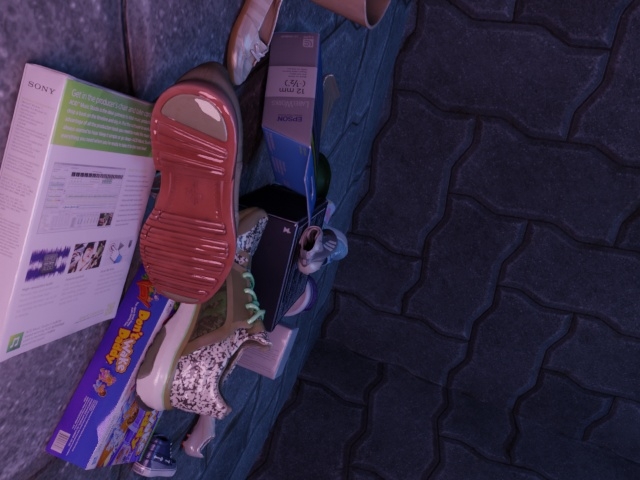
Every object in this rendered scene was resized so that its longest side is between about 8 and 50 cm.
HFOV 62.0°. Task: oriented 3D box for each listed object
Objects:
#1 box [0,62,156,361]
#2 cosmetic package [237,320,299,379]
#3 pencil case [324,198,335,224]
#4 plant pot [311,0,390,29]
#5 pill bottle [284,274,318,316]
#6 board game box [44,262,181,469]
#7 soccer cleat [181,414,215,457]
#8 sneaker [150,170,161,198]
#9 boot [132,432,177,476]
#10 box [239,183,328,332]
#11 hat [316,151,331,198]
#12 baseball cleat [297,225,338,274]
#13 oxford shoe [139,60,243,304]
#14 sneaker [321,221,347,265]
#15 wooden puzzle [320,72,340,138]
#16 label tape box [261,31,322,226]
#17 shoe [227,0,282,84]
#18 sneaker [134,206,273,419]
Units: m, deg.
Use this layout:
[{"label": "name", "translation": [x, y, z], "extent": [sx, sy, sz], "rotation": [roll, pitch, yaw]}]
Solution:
[{"label": "box", "translation": [-0.301, -0.033, 0.664], "extent": [0.232, 0.058, 0.322], "rotation": [-22, 132, -78]}, {"label": "cosmetic package", "translation": [-0.185, 0.367, 1.874], "extent": [0.151, 0.151, 0.184], "rotation": [46, 66, -80]}, {"label": "pencil case", "translation": [-0.037, -0.037, 1.994], "extent": [0.124, 0.113, 0.273], "rotation": [54, 51, -51]}, {"label": "plant pot", "translation": [-0.023, -0.452, 0.711], "extent": [0.256, 0.273, 0.257], "rotation": [20, 90, -82]}, {"label": "pill bottle", "translation": [-0.100, 0.190, 1.946], "extent": [0.301, 0.169, 0.169], "rotation": [36, 74, -80]}, {"label": "board game box", "translation": [-0.326, 0.224, 0.979], "extent": [0.233, 0.078, 0.347], "rotation": [82, 29, -71]}, {"label": "soccer cleat", "translation": [-0.339, 0.553, 1.596], "extent": [0.068, 0.076, 0.196], "rotation": [97, 15, -54]}, {"label": "sneaker", "translation": [-0.230, -0.146, 0.827], "extent": [0.076, 0.064, 0.167], "rotation": [50, 59, -75]}, {"label": "boot", "translation": [-0.382, 0.519, 1.295], "extent": [0.190, 0.069, 0.086], "rotation": [78, 36, -70]}, {"label": "box", "translation": [-0.128, 0.030, 1.395], "extent": [0.294, 0.182, 0.296], "rotation": [-46, 152, -70]}, {"label": "hat", "translation": [-0.084, -0.198, 1.606], "extent": [0.183, 0.173, 0.209], "rotation": [-1, 116, -42]}, {"label": "baseball cleat", "translation": [0.000, 0.000, 1.323], "extent": [0.206, 0.072, 0.110], "rotation": [-62, 160, -58]}, {"label": "oxford shoe", "translation": [-0.174, -0.067, 0.792], "extent": [0.147, 0.140, 0.397], "rotation": [-83, -169, -51]}, {"label": "sneaker", "translation": [-0.001, 0.031, 1.792], "extent": [0.366, 0.135, 0.150], "rotation": [35, 43, -58]}, {"label": "wooden puzzle", "translation": [-0.013, -0.384, 1.668], "extent": [0.221, 0.044, 0.239], "rotation": [21, 93, -81]}, {"label": "label tape box", "translation": [-0.060, -0.237, 1.176], "extent": [0.249, 0.115, 0.348], "rotation": [85, 11, -70]}, {"label": "shoe", "translation": [-0.117, -0.388, 0.974], "extent": [0.076, 0.058, 0.219], "rotation": [-11, 121, -79]}, {"label": "sneaker", "translation": [-0.156, 0.134, 0.961], "extent": [0.158, 0.182, 0.411], "rotation": [86, 25, -68]}]
